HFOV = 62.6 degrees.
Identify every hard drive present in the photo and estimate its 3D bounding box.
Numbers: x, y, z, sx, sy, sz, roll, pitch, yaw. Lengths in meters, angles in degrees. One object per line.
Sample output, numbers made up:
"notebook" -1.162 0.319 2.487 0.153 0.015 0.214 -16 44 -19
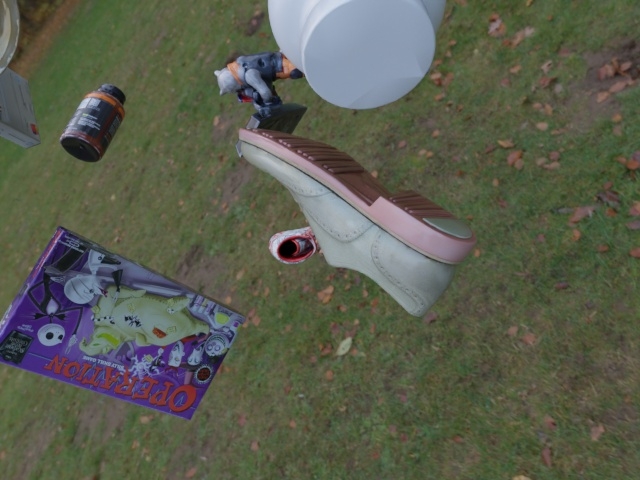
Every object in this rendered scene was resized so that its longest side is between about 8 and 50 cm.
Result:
"hard drive" -0.162 -0.369 1.722 0.255 0.054 0.172 -33 -14 -49

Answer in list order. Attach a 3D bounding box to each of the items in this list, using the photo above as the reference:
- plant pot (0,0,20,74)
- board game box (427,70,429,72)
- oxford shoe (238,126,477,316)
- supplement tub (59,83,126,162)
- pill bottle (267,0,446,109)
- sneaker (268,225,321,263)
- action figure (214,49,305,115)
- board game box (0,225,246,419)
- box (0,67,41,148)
"plant pot" -0.535 -0.307 0.705 0.032 0.236 0.236 32 89 34
"board game box" 0.196 -0.519 1.349 0.035 0.201 0.136 -36 36 59
"oxford shoe" 0.013 -0.041 0.740 0.397 0.141 0.146 36 117 31
"supplement tub" -0.558 -0.299 1.316 0.106 0.106 0.197 -17 47 42
"pill bottle" 0.030 -0.299 0.576 0.182 0.182 0.322 -32 48 31
"sneaker" 0.000 0.001 1.391 0.145 0.270 0.090 -137 37 -77
"action figure" -0.151 -0.514 1.524 0.331 0.178 0.341 -24 41 -9
"board game box" -0.308 0.146 0.852 0.056 0.347 0.208 26 84 54
"box" -0.605 -0.270 0.975 0.038 0.186 0.145 -18 80 5
